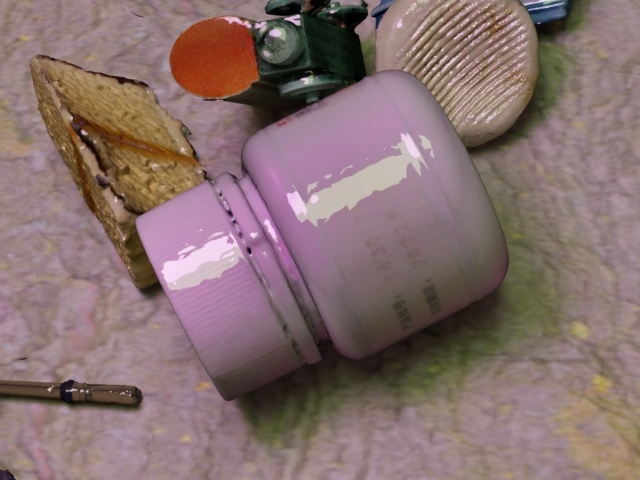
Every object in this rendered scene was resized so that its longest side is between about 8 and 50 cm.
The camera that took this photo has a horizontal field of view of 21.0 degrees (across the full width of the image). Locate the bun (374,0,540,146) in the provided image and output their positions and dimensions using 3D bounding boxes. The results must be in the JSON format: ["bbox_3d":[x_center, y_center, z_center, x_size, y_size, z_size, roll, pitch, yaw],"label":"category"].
[{"bbox_3d":[0.141,-0.188,1.802,0.183,0.102,0.183,0,101,-1],"label":"bun"}]

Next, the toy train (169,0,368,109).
[{"bbox_3d":[-0.045,-0.185,1.764,0.177,0.285,0.116,-11,90,15],"label":"toy train"}]

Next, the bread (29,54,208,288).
[{"bbox_3d":[-0.208,-0.076,1.820,0.178,0.142,0.266,-1,47,-36],"label":"bread"}]

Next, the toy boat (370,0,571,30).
[{"bbox_3d":[0.167,-0.267,1.865,0.238,0.098,0.109,-9,15,17],"label":"toy boat"}]

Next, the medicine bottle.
[{"bbox_3d":[0.000,0.000,1.649,0.302,0.241,0.241,-27,57,-3],"label":"medicine bottle"}]

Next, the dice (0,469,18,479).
[{"bbox_3d":[-0.366,0.303,1.590,0.182,0.181,0.183,3,61,17],"label":"dice"}]

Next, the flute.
[{"bbox_3d":[-0.292,0.151,1.754,0.233,0.027,0.027,2,60,14],"label":"flute"}]
